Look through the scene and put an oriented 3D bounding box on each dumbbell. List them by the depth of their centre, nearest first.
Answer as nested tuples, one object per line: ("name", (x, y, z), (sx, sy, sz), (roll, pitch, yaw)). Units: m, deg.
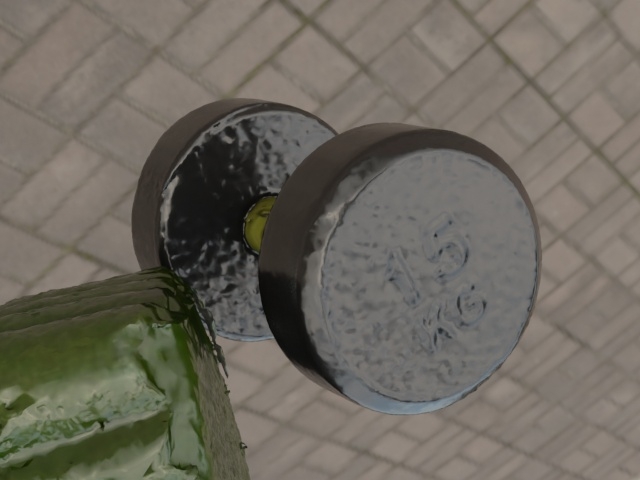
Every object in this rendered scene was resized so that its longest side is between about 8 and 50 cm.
("dumbbell", (0.000, 0.000, 1.028), (0.204, 0.322, 0.204), (-6, 101, -29))

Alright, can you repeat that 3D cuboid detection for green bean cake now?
("green bean cake", (-0.155, 0.200, 0.940), (0.218, 0.335, 0.319), (-13, -178, -1))
